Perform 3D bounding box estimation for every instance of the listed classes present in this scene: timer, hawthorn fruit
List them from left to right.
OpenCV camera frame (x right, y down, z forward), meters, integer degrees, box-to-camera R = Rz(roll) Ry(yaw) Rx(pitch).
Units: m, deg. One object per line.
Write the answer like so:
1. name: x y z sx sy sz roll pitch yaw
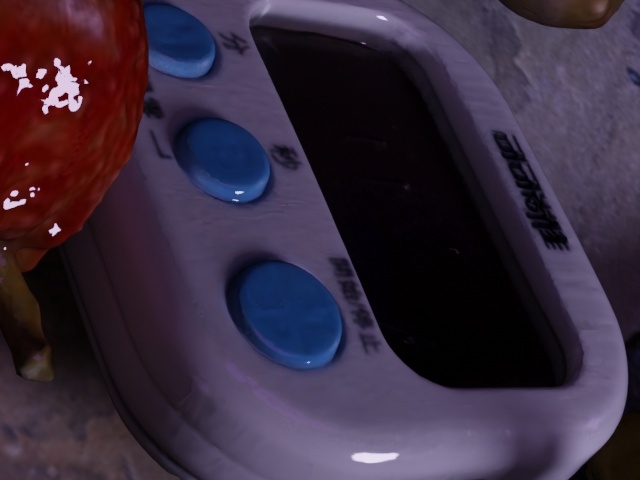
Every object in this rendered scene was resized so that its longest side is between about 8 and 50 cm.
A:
1. hawthorn fruit: -0.156 -0.060 0.656 0.205 0.205 0.253 -18 81 -45
2. timer: 0.000 0.000 0.802 0.237 0.087 0.262 4 51 -39

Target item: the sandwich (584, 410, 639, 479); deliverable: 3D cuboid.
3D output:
1. sandwich: 0.251 0.179 0.899 0.226 0.087 0.251 -3 61 -43

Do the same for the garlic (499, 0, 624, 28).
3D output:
1. garlic: 0.184 -0.210 1.042 0.338 0.196 0.151 -25 95 -49
